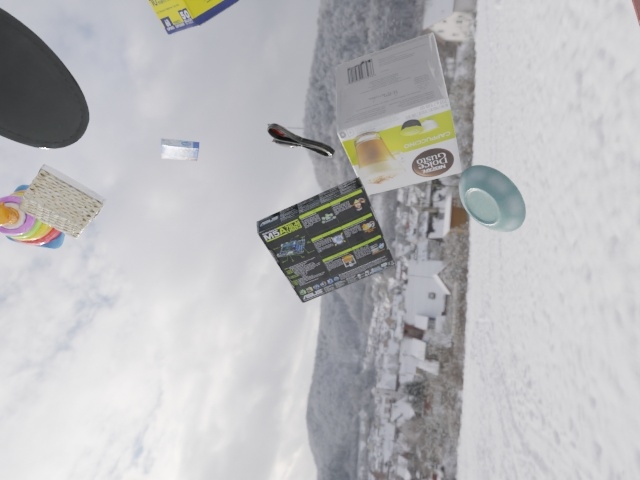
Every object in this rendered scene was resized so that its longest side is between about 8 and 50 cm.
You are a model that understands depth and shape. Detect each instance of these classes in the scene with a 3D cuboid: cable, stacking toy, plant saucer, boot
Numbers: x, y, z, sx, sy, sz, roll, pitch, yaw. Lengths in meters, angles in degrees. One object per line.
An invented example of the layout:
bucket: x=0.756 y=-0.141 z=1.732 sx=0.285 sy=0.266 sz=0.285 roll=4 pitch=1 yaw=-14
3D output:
cable: x=-0.077 y=-0.374 z=1.578 sx=0.072 sy=0.288 sz=0.139 roll=-65 pitch=-31 yaw=-19
stacking toy: x=-0.805 y=-0.063 z=1.168 sx=0.302 sy=0.166 sz=0.175 roll=-167 pitch=91 yaw=-76
plant saucer: x=0.410 y=-0.093 z=1.083 sx=0.038 sy=0.195 sz=0.194 roll=-36 pitch=-31 yaw=-19
boot: x=-0.354 y=-0.200 z=0.431 sx=0.091 sy=0.263 sz=0.229 roll=-52 pitch=31 yaw=-4

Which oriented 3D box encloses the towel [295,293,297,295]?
towel: x=0.000 y=0.000 z=1.423 sx=0.243 sy=0.040 sz=0.335 roll=-74 pitch=9 yaw=-71

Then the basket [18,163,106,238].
basket: x=-0.659 y=-0.093 z=1.114 sx=0.113 sy=0.167 sz=0.103 roll=-27 pitch=36 yaw=48

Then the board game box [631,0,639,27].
board game box: x=0.312 y=-0.114 z=0.322 sx=0.281 sy=0.145 sz=0.027 roll=52 pitch=167 yaw=-23

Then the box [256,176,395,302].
box: x=0.014 y=0.006 z=0.762 sx=0.045 sy=0.191 sz=0.184 roll=-103 pitch=-13 yaw=-56

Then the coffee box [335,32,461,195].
coffee box: x=0.261 y=-0.408 z=1.474 sx=0.334 sy=0.338 sz=0.337 roll=56 pitch=-153 yaw=-50

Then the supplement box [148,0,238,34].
supplement box: x=-0.448 y=-0.850 z=1.324 sx=0.195 sy=0.194 sz=0.356 roll=-49 pitch=-50 yaw=-27

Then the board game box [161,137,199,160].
board game box: x=-0.354 y=-0.227 z=1.102 sx=0.090 sy=0.090 sz=0.019 roll=149 pitch=122 yaw=-69
